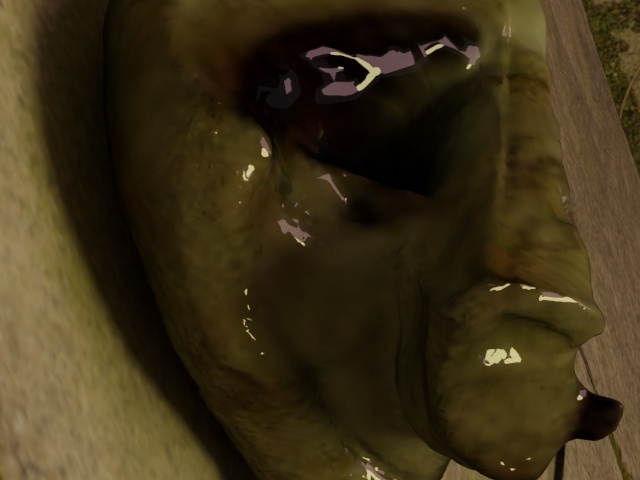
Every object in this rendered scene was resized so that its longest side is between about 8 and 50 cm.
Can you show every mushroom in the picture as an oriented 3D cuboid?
[{"bbox_3d":[-0.004,0.002,0.658,0.292,0.211,0.217,-105,-149,-46],"label":"mushroom"}]
